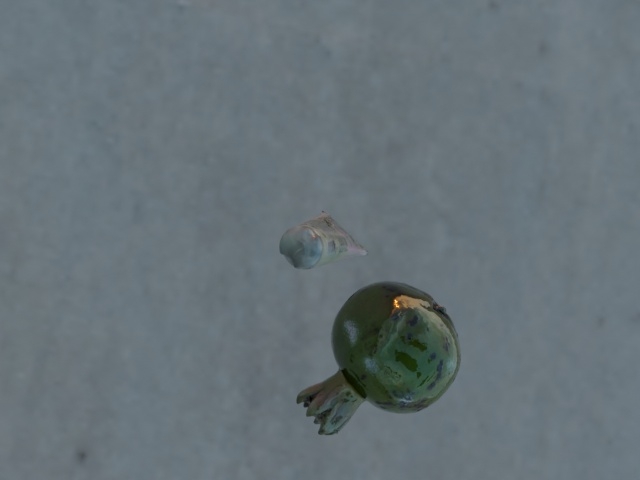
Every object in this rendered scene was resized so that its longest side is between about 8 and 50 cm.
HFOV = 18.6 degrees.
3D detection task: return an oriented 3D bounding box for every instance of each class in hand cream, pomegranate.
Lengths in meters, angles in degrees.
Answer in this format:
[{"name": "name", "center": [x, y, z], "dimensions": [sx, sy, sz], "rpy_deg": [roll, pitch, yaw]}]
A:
[{"name": "hand cream", "center": [0.000, 0.000, 1.801], "dimensions": [0.039, 0.061, 0.143], "rpy_deg": [-52, 168, 16]}, {"name": "pomegranate", "center": [0.045, 0.098, 1.566], "dimensions": [0.142, 0.114, 0.114], "rpy_deg": [-41, 144, 4]}]
